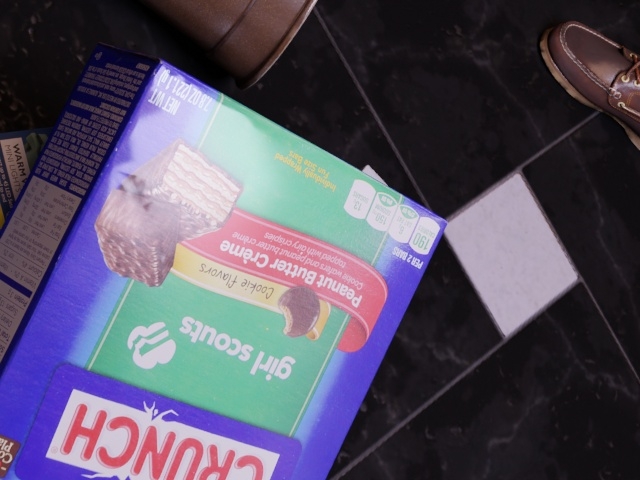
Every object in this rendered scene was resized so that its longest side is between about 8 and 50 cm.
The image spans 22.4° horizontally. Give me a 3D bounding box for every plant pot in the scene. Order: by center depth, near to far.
[{"bbox_3d":[-0.090,-0.236,1.325,0.165,0.167,0.167,30,61,-15],"label":"plant pot"}]

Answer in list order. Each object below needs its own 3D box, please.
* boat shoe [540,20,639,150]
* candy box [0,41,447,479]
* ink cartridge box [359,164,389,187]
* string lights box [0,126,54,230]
[{"bbox_3d":[0.314,-0.155,1.627,0.207,0.073,0.073,35,60,-20],"label":"boat shoe"},{"bbox_3d":[-0.100,0.064,1.141,0.268,0.122,0.317,28,88,-31],"label":"candy box"},{"bbox_3d":[0.000,0.000,1.332,0.052,0.122,0.088,47,55,-10],"label":"ink cartridge box"},{"bbox_3d":[-0.197,-0.016,1.226,0.259,0.076,0.133,-12,83,-36],"label":"string lights box"}]
